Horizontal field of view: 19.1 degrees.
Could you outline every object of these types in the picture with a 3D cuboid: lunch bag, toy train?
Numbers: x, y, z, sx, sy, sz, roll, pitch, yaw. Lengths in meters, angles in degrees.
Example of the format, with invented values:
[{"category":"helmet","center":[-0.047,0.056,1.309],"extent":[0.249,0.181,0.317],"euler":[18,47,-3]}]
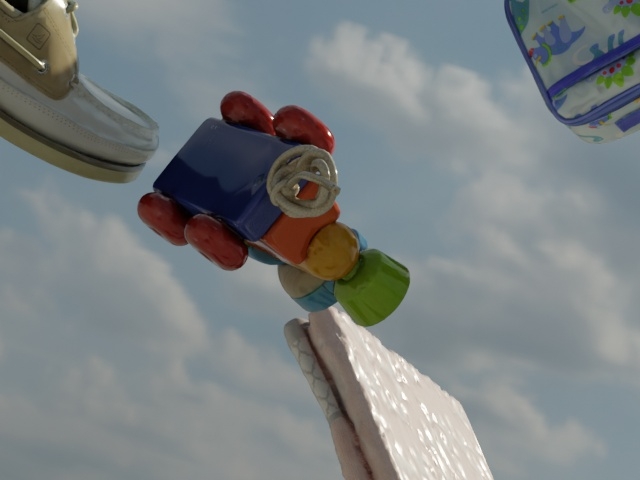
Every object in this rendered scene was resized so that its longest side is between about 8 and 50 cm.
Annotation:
[{"category":"lunch bag","center":[0.280,-0.193,1.629],"extent":[0.219,0.176,0.090],"euler":[-27,-27,21]},{"category":"toy train","center":[0.000,0.000,1.141],"extent":[0.143,0.105,0.248],"euler":[42,-9,-25]}]

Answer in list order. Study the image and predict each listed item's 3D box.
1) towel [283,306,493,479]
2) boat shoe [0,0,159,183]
[{"category":"towel","center":[0.097,0.232,1.523],"extent":[0.053,0.317,0.332],"euler":[-29,-29,13]},{"category":"boat shoe","center":[-0.201,-0.127,1.213],"extent":[0.113,0.103,0.302],"euler":[36,6,41]}]
